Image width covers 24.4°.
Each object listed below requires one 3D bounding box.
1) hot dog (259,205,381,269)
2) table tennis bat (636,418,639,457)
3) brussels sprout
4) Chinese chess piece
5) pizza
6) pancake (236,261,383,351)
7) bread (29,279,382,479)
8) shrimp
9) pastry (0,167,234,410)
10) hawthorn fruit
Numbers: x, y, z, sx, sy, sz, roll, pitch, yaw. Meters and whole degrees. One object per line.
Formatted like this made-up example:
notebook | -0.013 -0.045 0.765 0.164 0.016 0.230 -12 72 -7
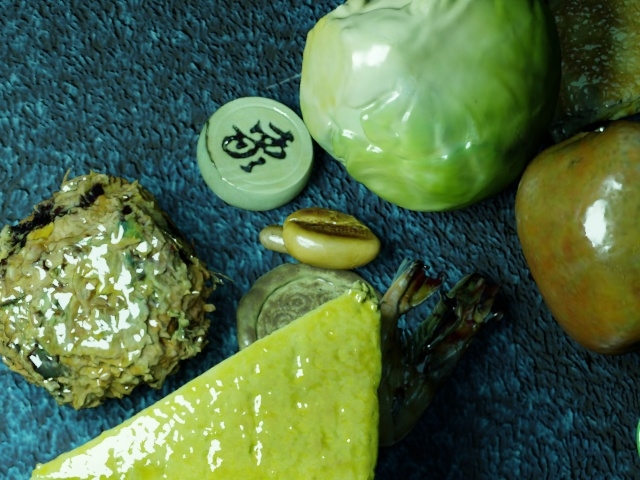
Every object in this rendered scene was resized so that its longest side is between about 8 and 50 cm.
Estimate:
hot dog | 0.000 0.001 1.760 0.140 0.060 0.090 9 30 -13
table tennis bat | 0.498 0.212 1.748 0.257 0.039 0.160 -30 73 8
brussels sprout | 0.129 -0.190 1.759 0.344 0.268 0.344 -9 106 -35
Chinese chess piece | -0.078 -0.106 1.797 0.144 0.058 0.144 5 64 -11
pizza | 0.424 -0.230 1.956 0.287 0.075 0.280 13 67 8
pancake | -0.010 0.106 1.736 0.184 0.020 0.191 19 62 -6
bread | -0.134 0.176 1.541 0.361 0.233 0.245 3 74 -11
shrimp | 0.109 0.100 1.699 0.075 0.178 0.289 21 56 37
pastry | -0.240 0.048 1.607 0.274 0.193 0.275 6 66 -13
hawthorn fruit | 0.368 0.009 1.743 0.267 0.268 0.301 -12 82 -19
